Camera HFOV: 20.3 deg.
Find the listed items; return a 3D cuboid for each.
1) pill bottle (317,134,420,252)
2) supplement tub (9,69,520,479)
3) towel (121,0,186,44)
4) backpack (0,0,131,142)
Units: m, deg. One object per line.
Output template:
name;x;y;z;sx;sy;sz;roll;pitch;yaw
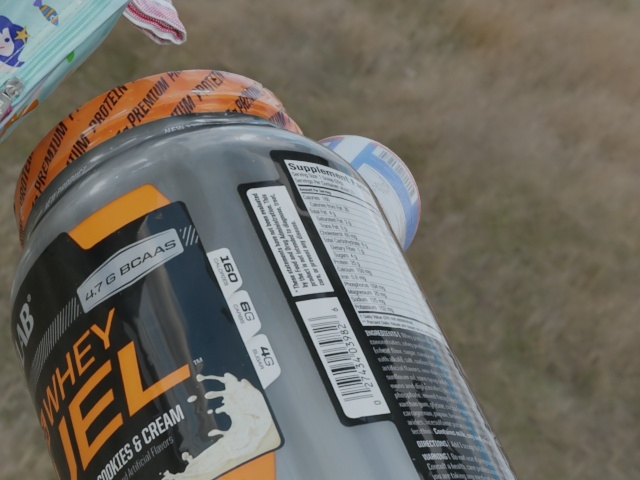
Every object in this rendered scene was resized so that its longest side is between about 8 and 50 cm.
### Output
pill bottle;0.000;0.000;1.416;0.124;0.124;0.221;35;23;3
supplement tub;-0.029;0.083;0.829;0.193;0.193;0.316;16;38;-44
towel;-0.147;-0.221;1.092;0.144;0.029;0.197;33;32;-61
backpack;-0.194;-0.139;0.840;0.191;0.253;0.225;40;-18;-20
